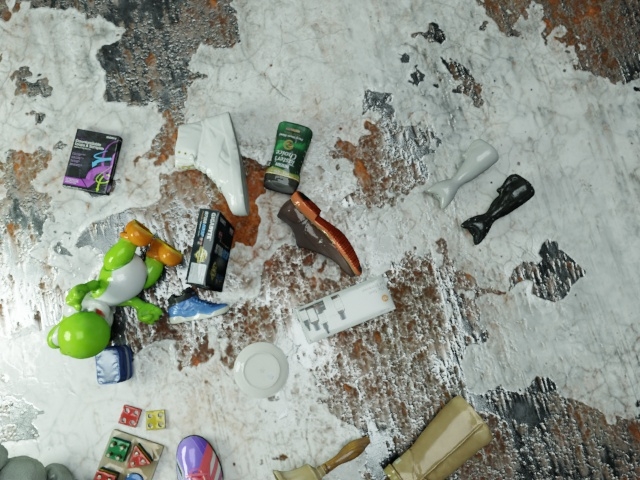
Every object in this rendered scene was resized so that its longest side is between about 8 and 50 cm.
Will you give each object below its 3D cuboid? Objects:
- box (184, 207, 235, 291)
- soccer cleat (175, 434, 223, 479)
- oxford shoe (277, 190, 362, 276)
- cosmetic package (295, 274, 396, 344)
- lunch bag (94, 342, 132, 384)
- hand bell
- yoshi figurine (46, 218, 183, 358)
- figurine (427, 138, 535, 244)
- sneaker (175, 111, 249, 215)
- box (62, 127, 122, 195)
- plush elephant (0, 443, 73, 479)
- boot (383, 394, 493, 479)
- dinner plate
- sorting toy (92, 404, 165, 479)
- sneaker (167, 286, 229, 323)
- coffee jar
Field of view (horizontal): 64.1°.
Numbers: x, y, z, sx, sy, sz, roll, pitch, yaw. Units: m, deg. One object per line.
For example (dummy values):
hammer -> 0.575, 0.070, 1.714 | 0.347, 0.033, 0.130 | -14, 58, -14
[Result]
box -> -0.262, 0.031, 1.231 | 0.051, 0.220, 0.175 | 9, 80, 1
soccer cleat -> -0.280, 0.623, 1.193 | 0.109, 0.116, 0.318 | -8, 82, -5
oxford shoe -> 0.000, 0.000, 1.330 | 0.098, 0.097, 0.271 | -42, 85, 16
cosmetic package -> 0.063, 0.176, 1.309 | 0.239, 0.060, 0.098 | -22, 84, -6
lunch bag -> -0.505, 0.301, 1.256 | 0.067, 0.065, 0.098 | -8, 83, 11
hand bell -> 0.018, 0.550, 1.245 | 0.242, 0.126, 0.126 | -27, 84, -20
yoshi figurine -> -0.492, 0.140, 1.210 | 0.204, 0.203, 0.362 | 38, 84, 4
figurine -> 0.420, -0.128, 1.366 | 0.209, 0.092, 0.215 | -43, 85, -4
sneaker -> -0.286, -0.182, 1.326 | 0.169, 0.108, 0.292 | -14, 73, -4
box -> -0.598, -0.207, 1.343 | 0.116, 0.029, 0.162 | 10, 80, -2
plush elephant -> -0.721, 0.588, 1.123 | 0.330, 0.255, 0.271 | -17, 127, 26
boot -> 0.324, 0.560, 1.255 | 0.270, 0.089, 0.236 | -39, 86, -9
dinner plate -> -0.150, 0.329, 1.297 | 0.141, 0.017, 0.141 | 1, 83, -4
sorting toy -> -0.464, 0.535, 1.232 | 0.132, 0.046, 0.274 | 19, 81, -1
sneaker -> -0.311, 0.155, 1.291 | 0.152, 0.058, 0.084 | -10, 91, 2
coffee jar -> -0.087, -0.214, 1.349 | 0.096, 0.079, 0.184 | 14, 81, -1
